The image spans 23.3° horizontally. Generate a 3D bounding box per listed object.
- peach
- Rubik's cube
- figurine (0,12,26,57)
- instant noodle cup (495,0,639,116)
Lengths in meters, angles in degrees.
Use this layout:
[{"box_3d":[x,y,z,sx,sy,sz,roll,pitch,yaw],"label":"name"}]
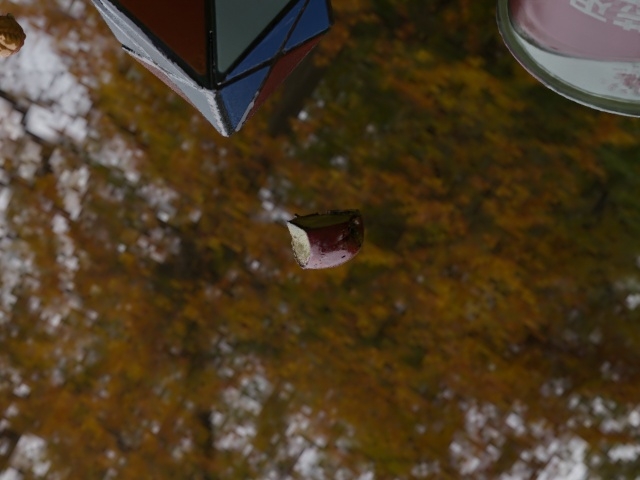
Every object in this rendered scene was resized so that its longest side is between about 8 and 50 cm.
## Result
[{"box_3d":[0.000,0.000,1.426,0.083,0.050,0.077,-2,-163,31],"label":"peach"},{"box_3d":[-0.151,-0.334,2.217,0.250,0.246,0.248,41,173,8],"label":"Rubik's cube"},{"box_3d":[-0.332,-0.225,1.520,0.109,0.064,0.047,52,-160,15],"label":"figurine"},{"box_3d":[0.273,-0.243,1.297,0.234,0.178,0.235,2,-130,-2],"label":"instant noodle cup"}]
